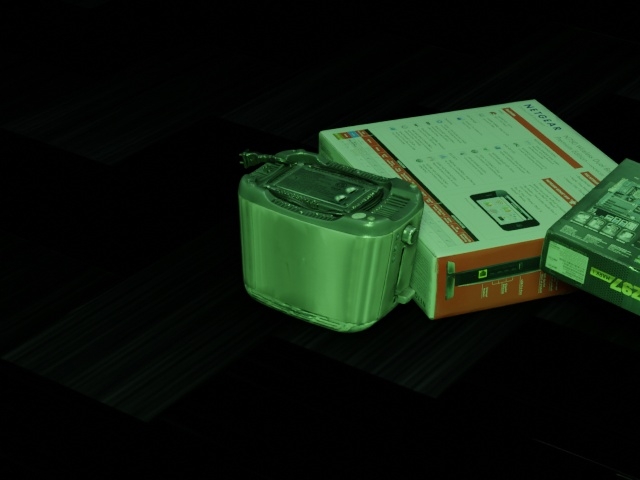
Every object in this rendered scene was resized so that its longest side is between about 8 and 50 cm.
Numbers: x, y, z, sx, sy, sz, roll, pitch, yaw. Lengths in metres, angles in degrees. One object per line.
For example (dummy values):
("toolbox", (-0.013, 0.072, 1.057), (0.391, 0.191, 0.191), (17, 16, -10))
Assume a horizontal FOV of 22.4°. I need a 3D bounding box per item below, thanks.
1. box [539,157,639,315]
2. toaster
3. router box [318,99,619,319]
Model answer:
("box", (0.372, 0.014, 1.669), (0.232, 0.059, 0.183), (26, 42, 26))
("toaster", (0.000, 0.000, 1.724), (0.227, 0.146, 0.129), (17, 32, 26))
("router box", (0.195, -0.047, 1.885), (0.301, 0.082, 0.335), (-9, 30, -19))
